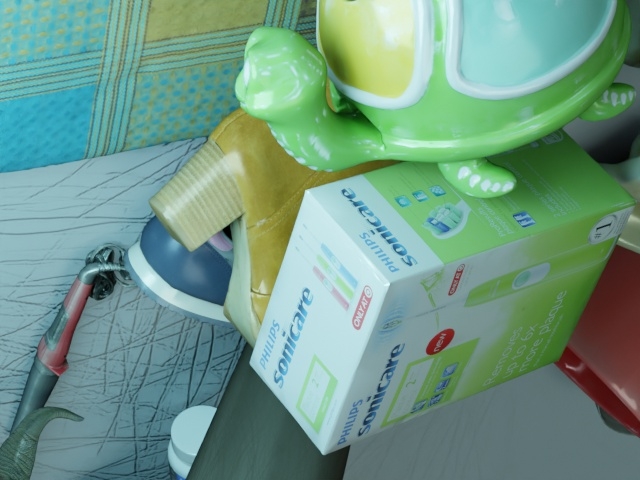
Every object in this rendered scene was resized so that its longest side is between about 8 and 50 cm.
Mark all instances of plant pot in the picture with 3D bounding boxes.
[{"bbox_3d":[0.346,0.043,2.005,0.243,0.275,0.275,-44,146,-3],"label":"plant pot"}]

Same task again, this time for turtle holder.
[{"bbox_3d":[0.087,-0.189,1.497,0.320,0.243,0.227,-13,133,4],"label":"turtle holder"}]

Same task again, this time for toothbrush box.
[{"bbox_3d":[0.103,0.035,1.588,0.283,0.122,0.206,-16,141,-35],"label":"toothbrush box"}]

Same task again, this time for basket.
[{"bbox_3d":[-0.044,0.205,1.887,0.154,0.227,0.204,28,156,-22],"label":"basket"}]

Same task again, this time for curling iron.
[{"bbox_3d":[-0.244,0.108,1.791,0.068,0.035,0.274,1,133,-39],"label":"curling iron"}]

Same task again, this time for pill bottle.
[{"bbox_3d":[-0.125,0.242,2.013,0.078,0.078,0.137,-22,144,-16],"label":"pill bottle"}]

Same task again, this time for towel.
[{"bbox_3d":[-0.135,-0.177,1.531,0.370,0.040,0.271,-13,142,-30],"label":"towel"}]

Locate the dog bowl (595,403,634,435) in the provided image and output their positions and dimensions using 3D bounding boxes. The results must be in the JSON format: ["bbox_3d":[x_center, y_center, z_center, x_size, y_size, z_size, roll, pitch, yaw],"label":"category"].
[{"bbox_3d":[0.462,0.086,2.272,0.348,0.102,0.349,-22,145,-16],"label":"dog bowl"}]

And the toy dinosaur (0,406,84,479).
[{"bbox_3d":[-0.364,0.238,1.745,0.313,0.160,0.121,-7,138,-32],"label":"toy dinosaur"}]

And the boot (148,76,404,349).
[{"bbox_3d":[-0.001,-0.001,1.665,0.211,0.104,0.295,-38,122,-9],"label":"boot"}]

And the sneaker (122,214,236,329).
[{"bbox_3d":[-0.030,0.019,1.786,0.319,0.112,0.131,11,126,-46],"label":"sneaker"}]

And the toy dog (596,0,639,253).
[{"bbox_3d":[0.449,-0.181,1.711,0.395,0.408,0.284,25,154,-16],"label":"toy dog"}]
